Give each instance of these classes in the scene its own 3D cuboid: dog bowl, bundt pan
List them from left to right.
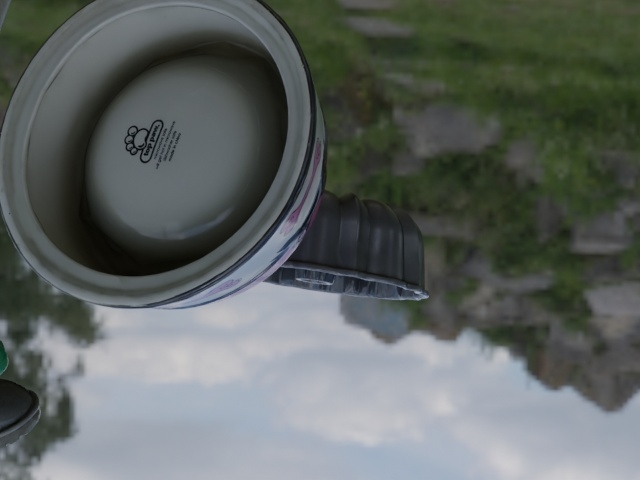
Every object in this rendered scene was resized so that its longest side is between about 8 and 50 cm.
[{"bbox_3d":[-0.172,-0.100,1.770,0.408,0.408,0.150,2,165,22],"label":"dog bowl"},{"bbox_3d":[0.000,0.000,2.124,0.330,0.124,0.331,8,172,1],"label":"bundt pan"}]

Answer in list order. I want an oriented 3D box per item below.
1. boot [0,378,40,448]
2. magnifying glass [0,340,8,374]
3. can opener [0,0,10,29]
[{"bbox_3d":[-0.298,0.058,1.046,0.189,0.209,0.076,-11,-157,-22],"label":"boot"},{"bbox_3d":[-0.397,0.140,1.356,0.231,0.026,0.092,-18,-158,-19],"label":"magnifying glass"},{"bbox_3d":[-0.267,-0.130,1.038,0.074,0.093,0.280,19,-156,-14],"label":"can opener"}]
